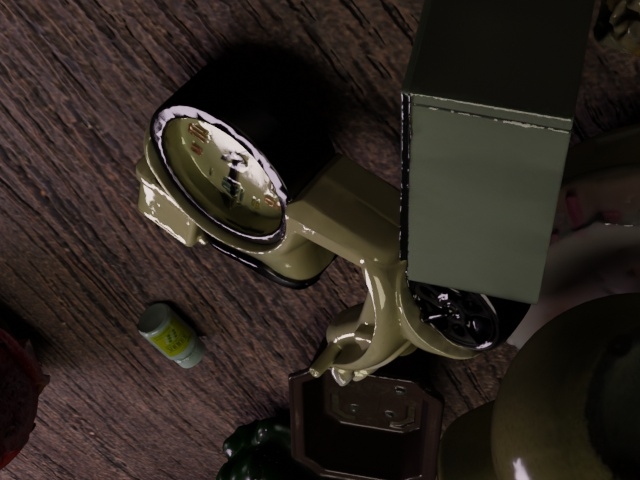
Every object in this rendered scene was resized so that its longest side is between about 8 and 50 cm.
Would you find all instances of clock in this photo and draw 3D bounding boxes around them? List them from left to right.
[{"bbox_3d":[0.000,0.000,1.281,0.379,0.120,0.276,39,150,10],"label":"clock"}]

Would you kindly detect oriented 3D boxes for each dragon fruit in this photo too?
[{"bbox_3d":[-0.511,0.210,1.769,0.291,0.269,0.250,-9,130,27],"label":"dragon fruit"}]

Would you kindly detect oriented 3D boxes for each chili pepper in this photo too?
[{"bbox_3d":[-0.008,0.328,1.812,0.261,0.165,0.174,39,130,-25],"label":"chili pepper"}]

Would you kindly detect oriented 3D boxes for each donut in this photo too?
[{"bbox_3d":[0.336,0.028,1.244,0.382,0.142,0.382,11,146,7],"label":"donut"}]

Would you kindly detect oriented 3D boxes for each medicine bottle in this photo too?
[{"bbox_3d":[-0.176,0.114,1.669,0.047,0.047,0.083,-10,138,34],"label":"medicine bottle"}]

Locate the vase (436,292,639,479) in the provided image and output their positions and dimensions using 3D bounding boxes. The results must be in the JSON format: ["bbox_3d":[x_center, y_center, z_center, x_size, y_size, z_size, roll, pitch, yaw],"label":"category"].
[{"bbox_3d":[0.289,0.178,1.192,0.329,0.241,0.302,-6,161,-13],"label":"vase"}]

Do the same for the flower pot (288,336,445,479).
[{"bbox_3d":[0.058,0.191,1.645,0.179,0.084,0.251,9,142,7],"label":"flower pot"}]

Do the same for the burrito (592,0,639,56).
[{"bbox_3d":[0.365,-0.169,0.961,0.332,0.135,0.190,9,139,5],"label":"burrito"}]

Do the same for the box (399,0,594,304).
[{"bbox_3d":[0.133,-0.111,1.050,0.117,0.225,0.225,10,146,9],"label":"box"}]
